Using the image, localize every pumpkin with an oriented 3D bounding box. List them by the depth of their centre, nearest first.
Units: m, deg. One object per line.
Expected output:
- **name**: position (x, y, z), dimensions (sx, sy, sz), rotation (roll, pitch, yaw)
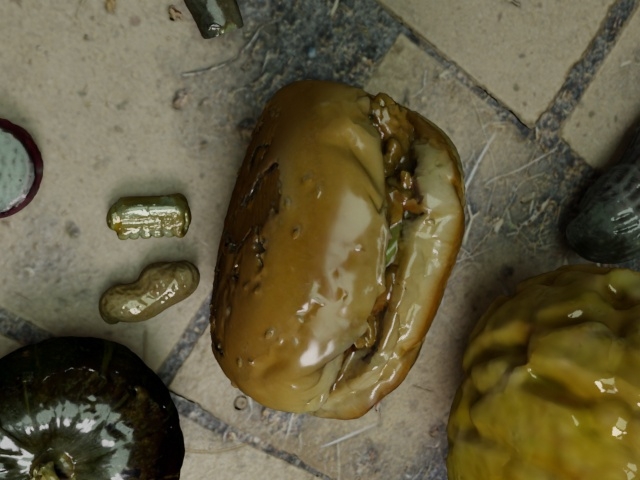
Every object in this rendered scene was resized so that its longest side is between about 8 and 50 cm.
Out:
- **pumpkin**: position (-0.250, 0.214, 0.715), dimensions (0.237, 0.159, 0.238), rotation (-3, 102, -13)

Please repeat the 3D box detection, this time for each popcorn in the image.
- **popcorn**: position (0.317, 0.234, 0.801), dimensions (0.354, 0.344, 0.390), rotation (-49, 116, -11)

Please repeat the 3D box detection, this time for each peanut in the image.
- **peanut**: position (-0.182, 0.055, 0.768), dimensions (0.113, 0.054, 0.054), rotation (-26, 106, -11)

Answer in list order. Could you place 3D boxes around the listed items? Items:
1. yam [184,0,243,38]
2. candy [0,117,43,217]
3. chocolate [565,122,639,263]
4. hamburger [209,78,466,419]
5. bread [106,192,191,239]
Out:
- **yam**: position (-0.153, -0.332, 0.705), dimensions (0.061, 0.061, 0.274), rotation (-28, 108, -11)
- **candy**: position (-0.325, -0.071, 0.702), dimensions (0.103, 0.043, 0.103), rotation (-3, 101, -17)
- **chocolate**: position (0.410, -0.073, 0.903), dimensions (0.110, 0.110, 0.248), rotation (36, 90, -20)
- **hamburger**: position (-0.003, 0.005, 0.691), dimensions (0.174, 0.284, 0.305), rotation (14, 99, -21)
- **bread**: position (-0.181, -0.025, 0.761), dimensions (0.087, 0.034, 0.049), rotation (-6, 116, -12)
